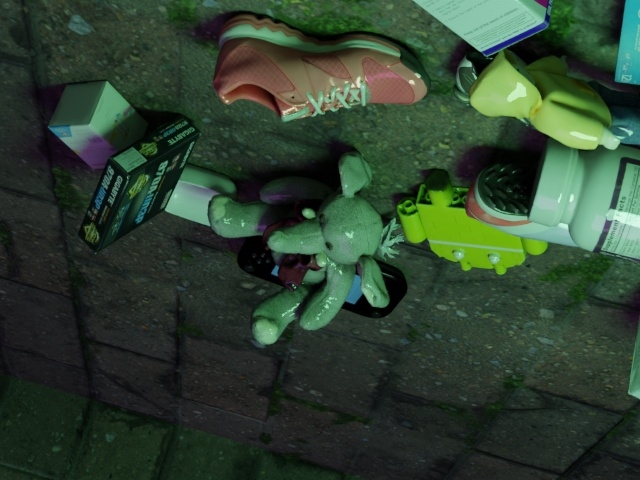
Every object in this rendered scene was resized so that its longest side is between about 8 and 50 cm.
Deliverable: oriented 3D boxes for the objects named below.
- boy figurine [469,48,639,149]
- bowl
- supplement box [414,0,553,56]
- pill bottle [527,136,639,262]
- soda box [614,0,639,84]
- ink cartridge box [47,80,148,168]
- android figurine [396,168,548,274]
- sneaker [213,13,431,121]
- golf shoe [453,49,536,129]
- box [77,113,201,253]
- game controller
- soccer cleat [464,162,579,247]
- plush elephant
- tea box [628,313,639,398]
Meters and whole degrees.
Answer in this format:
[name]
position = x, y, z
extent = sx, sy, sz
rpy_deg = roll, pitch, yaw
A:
[boy figurine]
position = 0.319, -0.186, 1.659
extent = 0.285, 0.177, 0.092
rpy_deg = 11, 130, -22
[bowl]
position = -0.213, -0.085, 2.301
extent = 0.142, 0.053, 0.142
rpy_deg = 17, 155, -1
[supplement box]
position = 0.166, -0.333, 1.518
extent = 0.220, 0.111, 0.114
rpy_deg = 30, 151, -27
[pill bottle]
position = 0.455, -0.053, 1.839
extent = 0.301, 0.169, 0.169
rpy_deg = 14, 154, 6
[soda box]
position = 0.401, -0.273, 1.551
extent = 0.071, 0.067, 0.210
rpy_deg = 10, 154, 13
[ink cartridge box]
position = -0.362, -0.186, 2.145
extent = 0.092, 0.090, 0.143
rpy_deg = 0, 150, 31
[android figurine]
position = 0.255, -0.022, 2.153
extent = 0.248, 0.056, 0.273
rpy_deg = 7, 151, 18
[sneaker]
position = -0.004, -0.216, 1.822
extent = 0.313, 0.136, 0.116
rpy_deg = 11, 155, 10
[golf shoe]
position = 0.278, -0.206, 1.747
extent = 0.198, 0.077, 0.094
rpy_deg = 11, 153, 9
[box]
position = -0.303, -0.092, 2.143
extent = 0.051, 0.175, 0.220
rpy_deg = 44, 138, 10
[game controller]
position = 0.004, 0.059, 2.445
extent = 0.319, 0.067, 0.166
rpy_deg = 20, 154, -9
[soccer cleat]
position = 0.377, -0.038, 1.981
extent = 0.318, 0.109, 0.116
rpy_deg = 13, 162, -8
[plush elephant]
position = 0.000, 0.000, 2.117
extent = 0.329, 0.272, 0.255
rpy_deg = -13, 169, -8
[tea box]
position = 0.739, 0.186, 2.088
extent = 0.329, 0.220, 0.323
rpy_deg = 25, 152, -20
